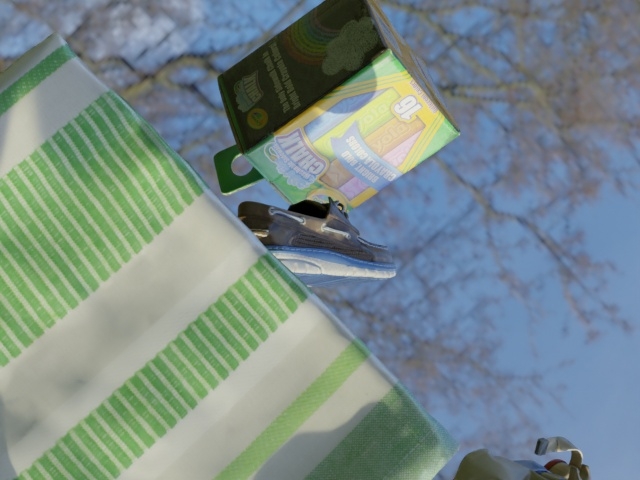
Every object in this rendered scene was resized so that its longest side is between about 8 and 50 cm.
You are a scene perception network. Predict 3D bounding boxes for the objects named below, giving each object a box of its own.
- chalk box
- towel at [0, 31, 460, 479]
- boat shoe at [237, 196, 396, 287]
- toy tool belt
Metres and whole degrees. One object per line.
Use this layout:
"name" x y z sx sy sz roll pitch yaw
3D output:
"chalk box" -0.004 -0.111 1.417 0.213 0.132 0.132 -34 -140 14
"towel" -0.115 0.073 0.798 0.248 0.325 0.038 -43 179 -24
"boat shoe" 0.000 0.000 1.190 0.066 0.183 0.066 -10 -99 33
"toy tool belt" 0.089 0.108 0.593 0.051 0.083 0.052 26 -72 41
